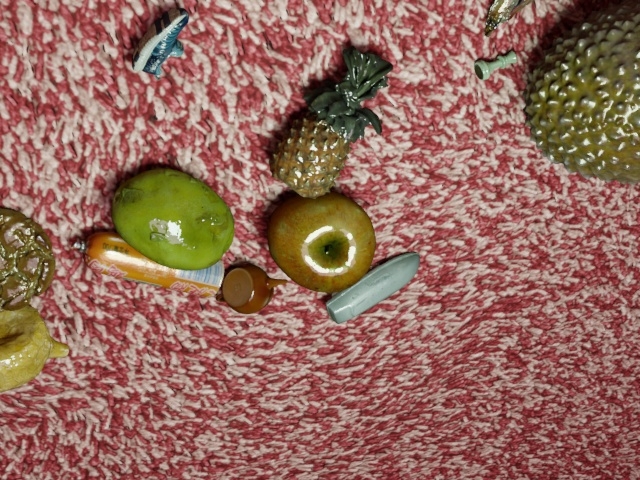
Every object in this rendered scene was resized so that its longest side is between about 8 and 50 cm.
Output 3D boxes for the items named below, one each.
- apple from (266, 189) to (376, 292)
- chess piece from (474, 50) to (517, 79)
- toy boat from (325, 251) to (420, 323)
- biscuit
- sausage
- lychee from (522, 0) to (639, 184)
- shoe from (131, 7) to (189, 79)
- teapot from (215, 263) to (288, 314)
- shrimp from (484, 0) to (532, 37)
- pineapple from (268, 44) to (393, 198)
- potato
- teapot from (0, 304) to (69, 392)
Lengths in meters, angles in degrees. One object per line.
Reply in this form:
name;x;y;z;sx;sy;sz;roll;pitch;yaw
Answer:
apple;0.000;0.000;1.856;0.237;0.207;0.237;-5;107;-15
chess piece;0.369;-0.367;1.818;0.093;0.042;0.042;-24;130;-10
toy boat;0.126;0.101;2.051;0.260;0.085;0.078;-31;132;-12
biscuit;-0.625;0.041;1.681;0.226;0.042;0.226;-6;107;-20
sausage;-0.357;0.045;1.798;0.312;0.093;0.093;15;118;-30
lychee;0.629;-0.293;1.766;0.432;0.380;0.380;-12;130;4
shoe;-0.276;-0.350;1.556;0.071;0.064;0.143;28;114;-34
teapot;-0.154;0.110;1.929;0.173;0.116;0.116;-20;136;29
shrimp;0.389;-0.483;1.739;0.101;0.042;0.190;21;114;-41
pineapple;0.032;-0.231;1.725;0.170;0.141;0.310;32;104;-6
potato;-0.284;-0.039;1.719;0.253;0.148;0.186;14;109;-26
teapot;-0.660;0.225;1.741;0.311;0.203;0.167;-4;135;-25
